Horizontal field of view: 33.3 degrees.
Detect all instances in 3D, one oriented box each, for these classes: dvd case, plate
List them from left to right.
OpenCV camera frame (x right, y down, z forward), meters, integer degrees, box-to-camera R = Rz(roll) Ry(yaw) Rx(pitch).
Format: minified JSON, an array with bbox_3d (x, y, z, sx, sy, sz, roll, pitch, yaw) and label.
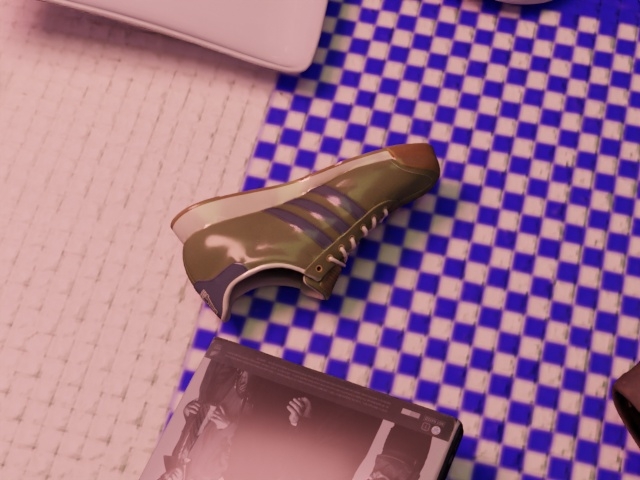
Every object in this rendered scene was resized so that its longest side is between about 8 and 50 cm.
[{"bbox_3d":[-0.116,-0.271,0.860,0.277,0.045,0.278,15,64,-4],"label":"plate"},{"bbox_3d":[-0.040,0.188,0.642,0.179,0.029,0.238,16,65,23],"label":"dvd case"}]

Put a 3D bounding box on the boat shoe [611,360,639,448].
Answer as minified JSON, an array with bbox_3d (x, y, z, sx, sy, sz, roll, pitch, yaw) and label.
[{"bbox_3d":[0.276,0.208,0.602,0.130,0.132,0.355,-21,56,2],"label":"boat shoe"}]

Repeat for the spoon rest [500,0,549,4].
[{"bbox_3d":[0.084,-0.261,0.838,0.276,0.084,0.137,11,65,-20],"label":"spoon rest"}]

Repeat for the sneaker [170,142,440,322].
[{"bbox_3d":[0.000,0.000,0.739,0.192,0.064,0.086,-16,72,-6],"label":"sneaker"}]
